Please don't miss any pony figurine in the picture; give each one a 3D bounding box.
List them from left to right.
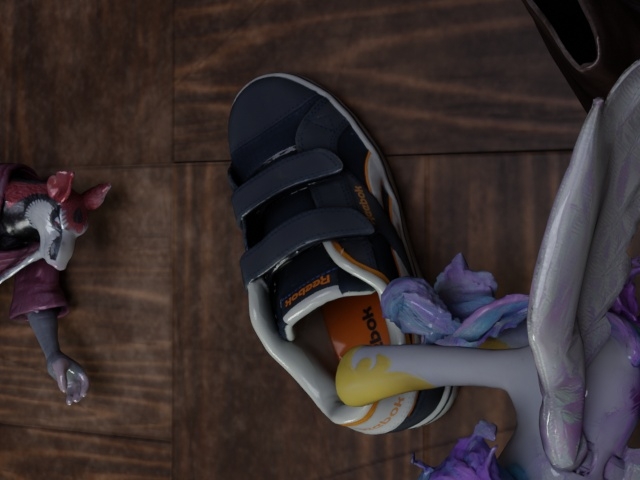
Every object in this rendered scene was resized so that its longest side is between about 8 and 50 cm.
[{"bbox_3d":[0.162,0.102,0.719,0.363,0.302,0.351,1,67,58],"label":"pony figurine"}]

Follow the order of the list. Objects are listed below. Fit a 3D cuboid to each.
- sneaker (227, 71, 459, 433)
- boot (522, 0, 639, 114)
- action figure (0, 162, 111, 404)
[{"bbox_3d":[0.000,0.000,0.939,0.126,0.127,0.321,-35,73,25],"label":"sneaker"},{"bbox_3d":[0.199,-0.094,0.782,0.090,0.207,0.248,-33,75,25],"label":"boot"},{"bbox_3d":[-0.349,0.021,1.133,0.370,0.248,0.276,-27,35,13],"label":"action figure"}]
